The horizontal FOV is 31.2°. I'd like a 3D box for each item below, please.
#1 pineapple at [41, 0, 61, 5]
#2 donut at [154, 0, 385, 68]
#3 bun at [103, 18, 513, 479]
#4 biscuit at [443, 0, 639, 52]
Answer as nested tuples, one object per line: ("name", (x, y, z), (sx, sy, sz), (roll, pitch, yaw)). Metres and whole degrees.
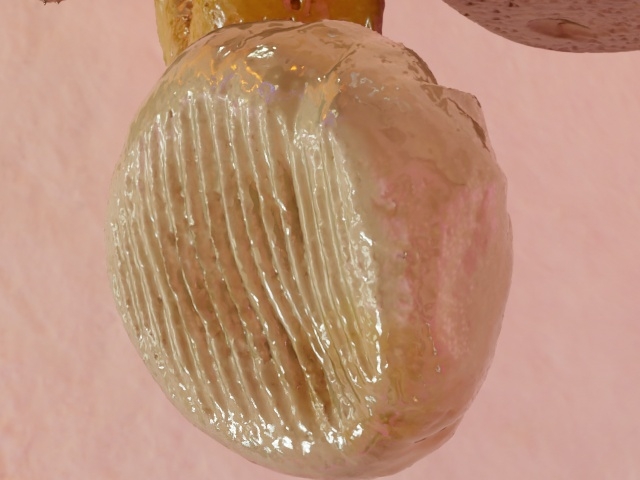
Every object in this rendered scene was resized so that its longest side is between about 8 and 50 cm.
("pineapple", (-0.373, -0.390, 1.484), (0.111, 0.237, 0.119), (-28, 79, -1))
("donut", (-0.084, -0.278, 1.214), (0.377, 0.164, 0.435), (110, 151, -50))
("bun", (0.000, 0.000, 0.891), (0.365, 0.219, 0.365), (17, 116, 39))
("biscuit", (0.298, -0.290, 1.282), (0.314, 0.367, 0.063), (-1, 80, 37))
